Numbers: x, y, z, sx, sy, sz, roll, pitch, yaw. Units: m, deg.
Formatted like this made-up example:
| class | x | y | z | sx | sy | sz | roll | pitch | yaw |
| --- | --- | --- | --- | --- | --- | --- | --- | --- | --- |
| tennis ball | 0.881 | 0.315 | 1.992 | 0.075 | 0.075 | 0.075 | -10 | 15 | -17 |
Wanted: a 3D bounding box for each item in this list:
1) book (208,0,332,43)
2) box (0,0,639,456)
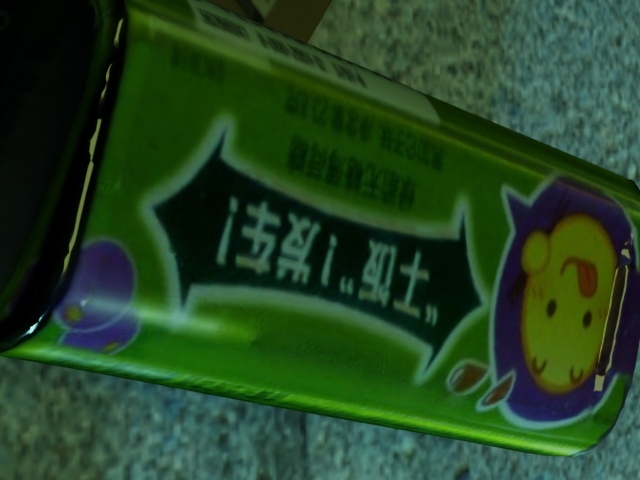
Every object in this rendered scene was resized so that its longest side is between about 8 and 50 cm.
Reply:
| class | x | y | z | sx | sy | sz | roll | pitch | yaw |
| --- | --- | --- | --- | --- | --- | --- | --- | --- | --- |
| book | -0.011 | -0.239 | 0.753 | 0.217 | 0.021 | 0.310 | 52 | 54 | -37 |
| box | 0.000 | 0.000 | 0.718 | 0.345 | 0.097 | 0.134 | 15 | 86 | -50 |
